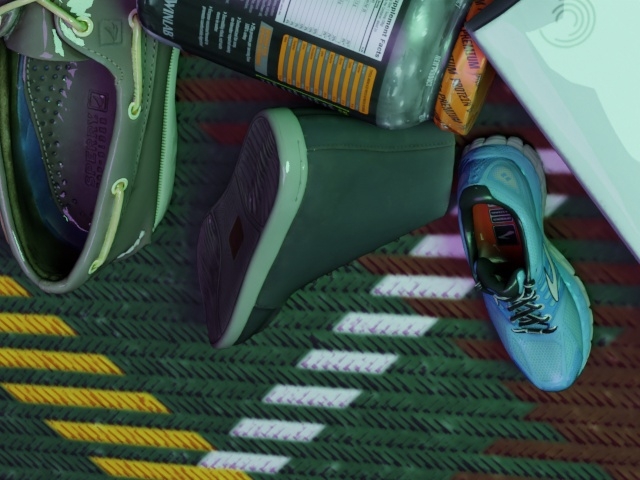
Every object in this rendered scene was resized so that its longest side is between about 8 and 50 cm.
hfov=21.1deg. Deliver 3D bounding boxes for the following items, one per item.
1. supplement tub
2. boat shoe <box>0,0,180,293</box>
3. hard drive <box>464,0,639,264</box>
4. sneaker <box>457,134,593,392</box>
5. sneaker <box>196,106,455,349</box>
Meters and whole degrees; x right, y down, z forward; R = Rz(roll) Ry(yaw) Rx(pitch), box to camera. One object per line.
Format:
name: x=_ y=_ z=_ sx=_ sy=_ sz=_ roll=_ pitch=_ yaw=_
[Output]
supplement tub: x=0.007 y=-0.132 z=0.928 sx=0.190 sy=0.117 sz=0.117 roll=22 pitch=124 yaw=8
boat shoe: x=-0.144 y=-0.121 z=1.005 sx=0.117 sy=0.096 sz=0.324 roll=13 pitch=122 yaw=14
hard drive: x=0.271 y=-0.038 z=0.869 sx=0.233 sy=0.047 sz=0.353 roll=-37 pitch=101 yaw=7
sneaker: x=0.110 y=0.024 z=1.004 sx=0.063 sy=0.073 sz=0.162 roll=-12 pitch=113 yaw=26
sneaker: x=0.000 y=0.000 z=1.032 sx=0.118 sy=0.083 sz=0.222 roll=-3 pitch=153 yaw=-21
